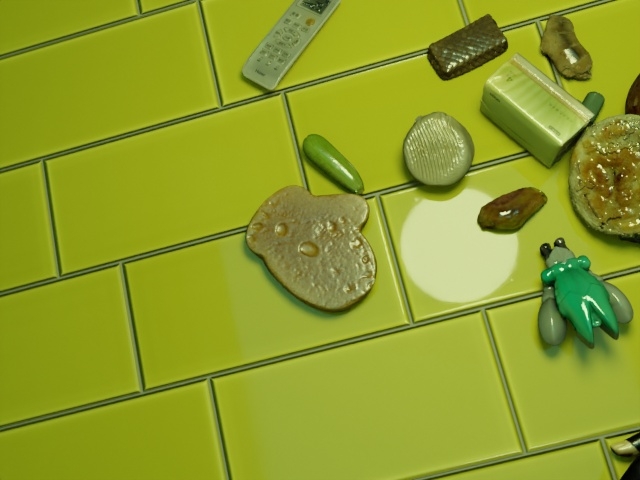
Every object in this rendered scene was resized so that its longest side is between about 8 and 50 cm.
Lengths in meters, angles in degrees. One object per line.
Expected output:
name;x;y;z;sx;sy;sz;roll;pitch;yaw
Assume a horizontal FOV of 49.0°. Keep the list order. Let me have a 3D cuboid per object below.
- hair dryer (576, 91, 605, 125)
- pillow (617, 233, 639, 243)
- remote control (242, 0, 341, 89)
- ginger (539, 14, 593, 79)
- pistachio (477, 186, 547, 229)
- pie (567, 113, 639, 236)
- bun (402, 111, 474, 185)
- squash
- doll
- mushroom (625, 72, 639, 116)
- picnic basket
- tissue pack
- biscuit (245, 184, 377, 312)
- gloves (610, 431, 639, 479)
hair dryer;0.599;-0.335;1.693;0.150;0.047;0.071;26;80;24
pillow;0.821;-0.030;1.554;0.335;0.092;0.161;19;108;10
remote control;-0.072;-0.524;1.822;0.109;0.055;0.313;32;79;20
ginger;0.594;-0.471;1.705;0.095;0.069;0.190;-19;73;-22
pistachio;0.453;-0.072;1.642;0.173;0.049;0.089;-24;76;2
pie;0.667;-0.140;1.539;0.274;0.055;0.274;5;98;38
bun;0.283;-0.217;1.667;0.167;0.113;0.173;14;103;16
squash;0.031;-0.186;1.722;0.066;0.066;0.201;-43;78;-3
doll;0.581;0.121;1.546;0.195;0.153;0.258;-2;59;26
mushroom;0.873;-0.311;1.558;0.345;0.239;0.345;6;65;-13
picnic basket;0.367;-0.483;1.747;0.193;0.055;0.110;-28;75;-1
tissue pack;0.495;-0.300;1.632;0.125;0.159;0.234;-44;75;-4
biscuit;0.000;0.000;1.685;0.344;0.057;0.287;40;86;15
gloves;0.724;0.459;1.445;0.301;0.152;0.197;-47;48;10
